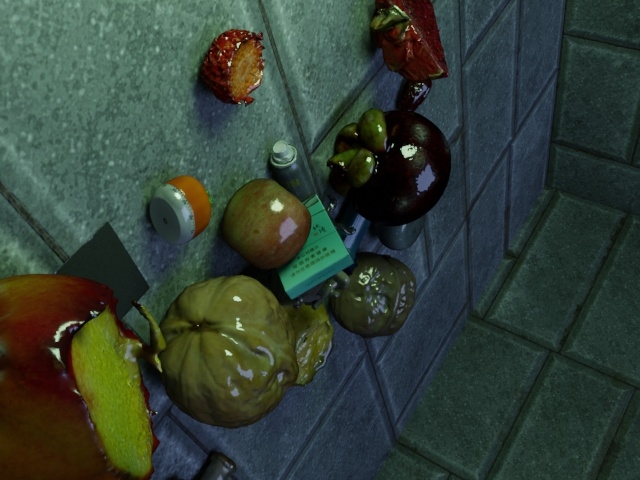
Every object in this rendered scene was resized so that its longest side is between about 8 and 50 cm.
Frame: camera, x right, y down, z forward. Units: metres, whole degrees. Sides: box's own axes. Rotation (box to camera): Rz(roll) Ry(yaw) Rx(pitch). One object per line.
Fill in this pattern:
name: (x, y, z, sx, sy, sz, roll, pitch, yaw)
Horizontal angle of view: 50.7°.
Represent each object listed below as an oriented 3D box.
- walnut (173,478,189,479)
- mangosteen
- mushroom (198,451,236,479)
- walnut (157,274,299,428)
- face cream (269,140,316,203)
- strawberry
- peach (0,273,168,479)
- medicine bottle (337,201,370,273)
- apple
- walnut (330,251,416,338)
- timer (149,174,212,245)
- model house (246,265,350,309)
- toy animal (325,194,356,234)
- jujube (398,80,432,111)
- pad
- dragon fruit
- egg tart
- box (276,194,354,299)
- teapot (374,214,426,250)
walnut: (-0.342, 0.647, 1.671, 0.105, 0.105, 0.124, -49, 131, -30)
mangosteen: (0.169, -0.196, 1.757, 0.346, 0.307, 0.307, 14, 100, -31)
mushroom: (-0.310, 0.649, 1.771, 0.209, 0.071, 0.084, -45, 141, -29)
walnut: (-0.190, 0.242, 1.436, 0.306, 0.306, 0.344, -57, 158, -19)
face cream: (-0.058, -0.133, 1.602, 0.073, 0.073, 0.283, -55, 151, -21)
strawberry: (-0.162, -0.325, 1.252, 0.145, 0.086, 0.145, -41, 145, -38)
peach: (-0.410, 0.227, 0.996, 0.406, 0.310, 0.335, 79, 4, -64)
medicine bottle: (0.096, -0.037, 1.945, 0.258, 0.079, 0.124, -64, 149, -6)
apple: (-0.118, -0.034, 1.449, 0.174, 0.188, 0.188, -51, 151, -4)
walnut: (0.157, 0.169, 2.054, 0.273, 0.227, 0.273, -36, 136, -44)
timer: (-0.256, -0.065, 1.281, 0.136, 0.099, 0.136, -58, 165, -26)
model house: (-0.071, 0.099, 1.600, 0.188, 0.229, 0.122, -41, 127, -47)
toy animal: (0.000, 0.000, 1.799, 0.233, 0.084, 0.148, -59, 151, -8)
jujube: (0.272, -0.429, 1.968, 0.129, 0.077, 0.077, -58, 154, 8)
pad: (-0.396, 0.078, 1.236, 0.143, 0.003, 0.211, -51, 149, -27)
dragon fruit: (0.181, -0.528, 1.660, 0.205, 0.152, 0.317, 31, 44, -43)
egg tart: (-0.067, 0.277, 1.848, 0.345, 0.132, 0.345, -37, 139, -42)
box: (-0.037, 0.009, 1.528, 0.162, 0.229, 0.041, -30, 133, 4)
teapot: (0.248, -0.067, 2.149, 0.193, 0.129, 0.294, -60, 150, -12)
